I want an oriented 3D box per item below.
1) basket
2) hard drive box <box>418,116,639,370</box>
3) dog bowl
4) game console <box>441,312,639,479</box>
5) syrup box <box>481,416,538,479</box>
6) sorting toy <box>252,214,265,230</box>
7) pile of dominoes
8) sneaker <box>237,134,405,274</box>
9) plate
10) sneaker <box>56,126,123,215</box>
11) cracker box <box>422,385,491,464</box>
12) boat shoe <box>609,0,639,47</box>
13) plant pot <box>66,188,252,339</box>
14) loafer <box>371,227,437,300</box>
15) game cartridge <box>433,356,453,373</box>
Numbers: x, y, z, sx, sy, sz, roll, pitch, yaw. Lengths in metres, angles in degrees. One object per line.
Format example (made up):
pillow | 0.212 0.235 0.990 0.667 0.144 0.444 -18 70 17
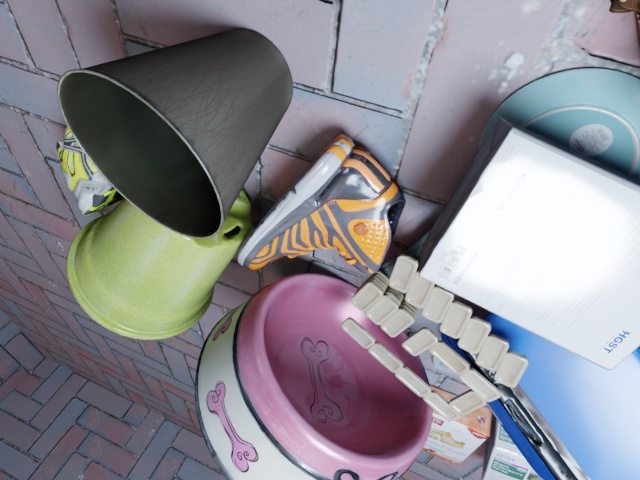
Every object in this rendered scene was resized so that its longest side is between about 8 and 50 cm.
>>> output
basket | -0.138 -0.151 0.479 0.154 0.227 0.204 -17 122 41
hard drive box | 0.253 0.004 0.431 0.232 0.089 0.181 27 118 4
dog bowl | 0.011 0.227 0.675 0.408 0.408 0.150 34 122 -5
game console | 0.356 0.224 0.615 0.293 0.173 0.250 57 179 14
syrup box | 0.425 0.479 0.894 0.093 0.096 0.237 10 137 22
sorting toy | -0.096 -0.023 0.752 0.083 0.012 0.062 23 137 9
pile of dominoes | 0.165 0.144 0.603 0.251 0.040 0.196 41 131 4
sneaker | 0.000 0.000 0.627 0.180 0.124 0.321 40 137 -11
plate | 0.276 -0.094 0.449 0.188 0.024 0.188 17 138 16
sneaker | -0.336 -0.166 0.653 0.385 0.145 0.147 -23 105 36
cracker box | 0.292 0.446 0.961 0.156 0.067 0.232 18 138 14
boat shoe | 0.267 -0.198 0.309 0.073 0.073 0.207 -20 119 40
plant pot | -0.259 -0.003 0.704 0.276 0.276 0.254 41 128 -13
loafer | 0.190 0.023 0.596 0.267 0.084 0.096 -30 81 42
game cartridge | 0.272 0.251 0.813 0.083 0.017 0.056 7 131 25
